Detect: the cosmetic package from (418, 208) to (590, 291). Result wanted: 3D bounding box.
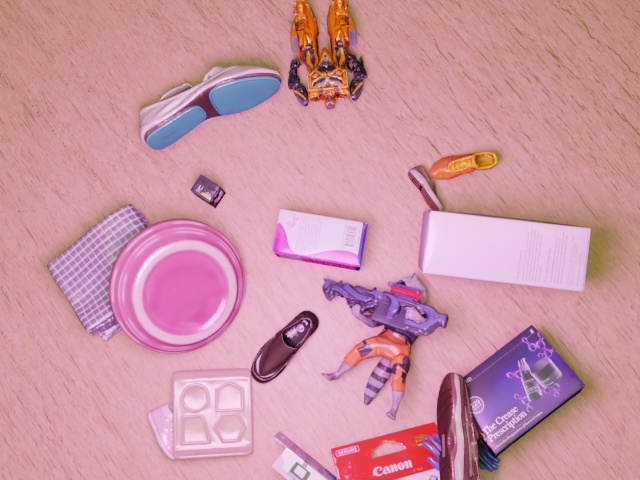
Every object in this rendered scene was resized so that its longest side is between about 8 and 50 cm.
[{"bbox_3d":[0.424,0.018,1.629,0.365,0.197,0.155,5,93,6],"label":"cosmetic package"}]

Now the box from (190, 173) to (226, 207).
[{"bbox_3d":[-0.288,-0.125,1.754,0.062,0.083,0.052,32,84,7],"label":"box"}]

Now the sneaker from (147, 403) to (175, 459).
[{"bbox_3d":[-0.367,0.466,1.683,0.070,0.051,0.134,-31,77,3],"label":"sneaker"}]

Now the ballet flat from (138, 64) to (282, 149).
[{"bbox_3d":[-0.301,-0.378,1.782,0.400,0.139,0.139,-26,81,0],"label":"ballet flat"}]

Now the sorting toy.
[{"bbox_3d":[-0.265,0.424,1.682,0.192,0.038,0.209,-1,76,-9],"label":"sorting toy"}]

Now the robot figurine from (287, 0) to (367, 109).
[{"bbox_3d":[0.010,-0.490,1.793,0.210,0.085,0.291,-7,81,3],"label":"robot figurine"}]

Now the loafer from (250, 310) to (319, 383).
[{"bbox_3d":[-0.094,0.258,1.686,0.080,0.078,0.220,39,85,8],"label":"loafer"}]

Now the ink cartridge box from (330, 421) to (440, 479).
[{"bbox_3d":[0.180,0.563,1.585,0.274,0.060,0.239,-13,62,-5],"label":"ink cartridge box"}]

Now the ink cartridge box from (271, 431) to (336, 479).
[{"bbox_3d":[-0.052,0.540,1.628,0.180,0.104,0.060,37,86,8],"label":"ink cartridge box"}]

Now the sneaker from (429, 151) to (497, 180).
[{"bbox_3d":[0.363,-0.197,1.738,0.175,0.067,0.064,-14,82,3],"label":"sneaker"}]

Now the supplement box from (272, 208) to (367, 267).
[{"bbox_3d":[0.000,0.000,1.705,0.219,0.114,0.111,10,83,3],"label":"supplement box"}]

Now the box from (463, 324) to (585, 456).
[{"bbox_3d":[0.455,0.355,1.612,0.261,0.103,0.184,-37,64,-3],"label":"box"}]

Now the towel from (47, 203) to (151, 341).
[{"bbox_3d":[-0.520,0.080,1.717,0.283,0.121,0.235,-38,80,-3],"label":"towel"}]

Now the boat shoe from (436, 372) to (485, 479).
[{"bbox_3d":[0.319,0.430,1.535,0.095,0.095,0.258,9,71,-13],"label":"boat shoe"}]

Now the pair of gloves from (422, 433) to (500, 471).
[{"bbox_3d":[0.331,0.496,1.597,0.159,0.198,0.023,49,131,19],"label":"pair of gloves"}]

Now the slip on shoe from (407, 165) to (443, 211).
[{"bbox_3d":[0.277,-0.132,1.744,0.041,0.051,0.135,-32,75,-14],"label":"slip on shoe"}]

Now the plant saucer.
[{"bbox_3d":[-0.331,0.116,1.636,0.331,0.084,0.333,-5,101,-26],"label":"plant saucer"}]

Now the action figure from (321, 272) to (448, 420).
[{"bbox_3d":[0.141,0.221,1.671,0.341,0.178,0.330,24,75,34],"label":"action figure"}]
